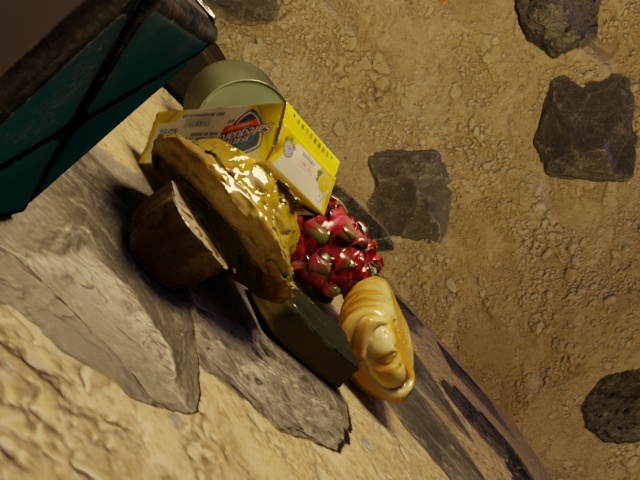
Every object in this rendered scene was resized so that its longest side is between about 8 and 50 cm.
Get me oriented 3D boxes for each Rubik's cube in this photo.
[{"bbox_3d":[-0.253,-0.175,0.523,0.255,0.260,0.259,48,9,-6],"label":"Rubik's cube"}]

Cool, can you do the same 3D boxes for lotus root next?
[{"bbox_3d":[-0.165,0.001,0.877,0.112,0.081,0.122,47,6,-30],"label":"lotus root"}]

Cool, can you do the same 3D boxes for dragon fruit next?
[{"bbox_3d":[-0.114,-0.004,1.326,0.161,0.120,0.127,-2,90,-50],"label":"dragon fruit"},{"bbox_3d":[0.009,0.001,1.559,0.273,0.198,0.218,60,33,-22],"label":"dragon fruit"}]

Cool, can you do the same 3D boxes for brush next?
[{"bbox_3d":[-0.023,0.134,1.155,0.197,0.059,0.123,44,10,-36],"label":"brush"}]

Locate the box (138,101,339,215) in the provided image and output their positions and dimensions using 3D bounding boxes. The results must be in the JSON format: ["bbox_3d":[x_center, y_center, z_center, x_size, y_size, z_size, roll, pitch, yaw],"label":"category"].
[{"bbox_3d":[-0.124,-0.120,1.148,0.265,0.097,0.168,5,-24,33],"label":"box"}]

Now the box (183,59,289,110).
[{"bbox_3d":[-0.191,-0.283,1.705,0.226,0.226,0.149,45,8,-36],"label":"box"}]

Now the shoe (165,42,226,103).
[{"bbox_3d":[-0.378,-0.507,1.970,0.384,0.171,0.237,46,14,-35],"label":"shoe"}]

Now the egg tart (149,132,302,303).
[{"bbox_3d":[-0.108,-0.038,1.005,0.291,0.107,0.291,42,-18,17],"label":"egg tart"}]

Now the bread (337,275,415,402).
[{"bbox_3d":[0.099,0.177,1.379,0.311,0.121,0.173,-69,134,-76],"label":"bread"}]
